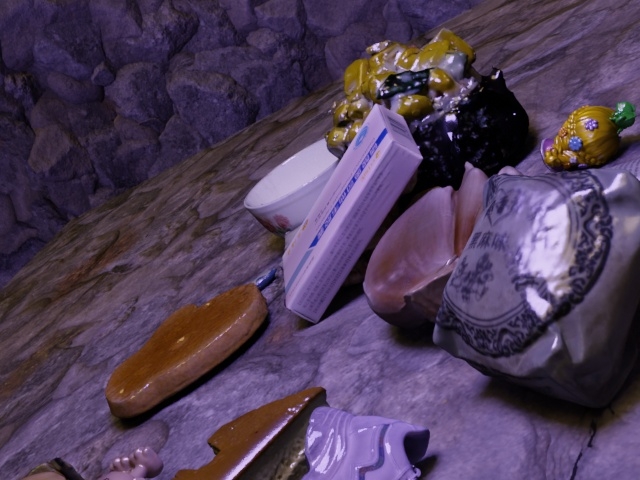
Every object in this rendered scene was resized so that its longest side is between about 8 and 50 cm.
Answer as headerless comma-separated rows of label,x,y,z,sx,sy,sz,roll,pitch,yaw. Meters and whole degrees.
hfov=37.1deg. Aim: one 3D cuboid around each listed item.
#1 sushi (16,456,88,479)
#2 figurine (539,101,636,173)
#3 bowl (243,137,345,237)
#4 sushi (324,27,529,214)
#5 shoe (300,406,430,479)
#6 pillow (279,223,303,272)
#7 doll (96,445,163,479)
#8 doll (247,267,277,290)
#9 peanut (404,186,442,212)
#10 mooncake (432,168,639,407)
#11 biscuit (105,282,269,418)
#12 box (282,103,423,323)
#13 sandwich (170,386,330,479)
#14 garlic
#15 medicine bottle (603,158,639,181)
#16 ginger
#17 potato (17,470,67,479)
sushi,-0.460,0.427,1.374,0.291,0.139,0.131,-47,7,-39
figurine,0.422,-0.161,1.510,0.156,0.095,0.115,-24,8,38
bowl,-0.010,-0.096,1.998,0.277,0.145,0.277,-29,17,9
sushi,0.195,-0.239,1.800,0.328,0.285,0.328,-39,20,-19
shoe,0.043,0.278,1.022,0.137,0.095,0.245,-5,34,14
pillow,0.000,0.000,1.834,0.181,0.078,0.134,-26,25,21
doll,-0.311,0.386,1.292,0.154,0.119,0.278,-30,12,20
doll,-0.133,0.093,1.898,0.125,0.027,0.037,-41,12,-23
peanut,0.172,-0.019,1.581,0.087,0.087,0.207,-22,23,31
mooncake,0.249,0.042,1.078,0.254,0.136,0.250,1,65,59
biscuit,-0.249,0.198,1.769,0.343,0.057,0.287,-35,18,-7
box,0.044,-0.048,1.626,0.343,0.065,0.200,-58,17,20
sandwich,-0.072,0.285,1.145,0.128,0.122,0.235,-5,30,49
garlic,0.189,0.021,1.370,0.279,0.132,0.325,-25,22,21
medicine bottle,0.440,-0.048,1.127,0.250,0.131,0.131,-18,23,41
ginger,0.094,-0.015,1.647,0.259,0.065,0.149,-53,16,27
potato,-0.412,0.402,1.158,0.299,0.116,0.239,-45,38,22
